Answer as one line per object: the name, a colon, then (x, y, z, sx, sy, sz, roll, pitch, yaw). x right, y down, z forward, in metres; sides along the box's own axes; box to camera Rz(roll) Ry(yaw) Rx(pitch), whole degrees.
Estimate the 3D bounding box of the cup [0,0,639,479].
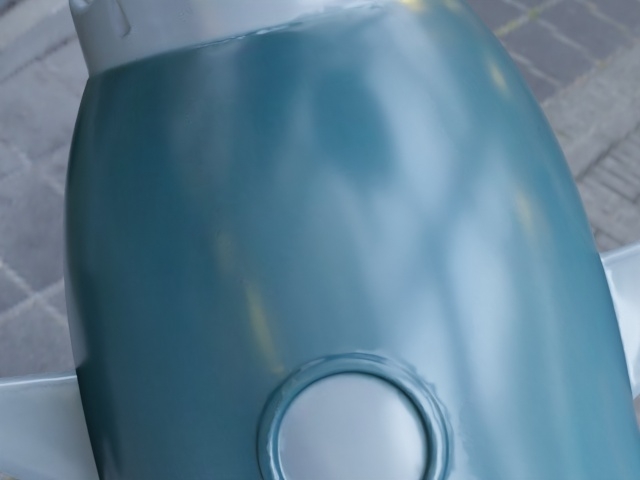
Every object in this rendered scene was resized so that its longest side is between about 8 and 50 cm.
cup: (0.000, 0.000, 0.427, 0.300, 0.173, 0.167, -13, 5, 2)
